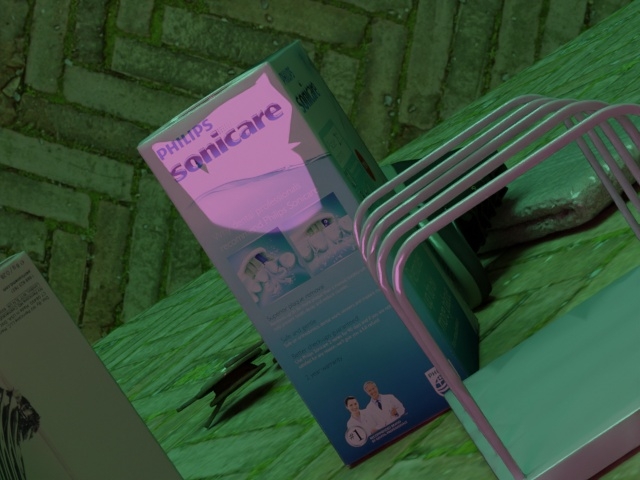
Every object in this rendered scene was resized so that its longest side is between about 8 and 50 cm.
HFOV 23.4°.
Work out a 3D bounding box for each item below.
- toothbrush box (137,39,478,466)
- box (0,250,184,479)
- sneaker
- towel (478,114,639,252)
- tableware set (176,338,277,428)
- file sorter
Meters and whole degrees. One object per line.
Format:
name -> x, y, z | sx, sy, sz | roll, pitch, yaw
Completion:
toothbrush box -> 0.000, 0.000, 1.243 | 0.126, 0.296, 0.216 | -33, 6, 11
box -> -0.221, 0.155, 1.261 | 0.113, 0.275, 0.094 | -29, 8, 42
sneaker -> 0.140, -0.027, 1.470 | 0.118, 0.083, 0.222 | -22, 38, -5
towel -> 0.245, -0.056, 1.562 | 0.187, 0.049, 0.282 | -38, 9, -24
tableware set -> -0.057, 0.132, 1.694 | 0.194, 0.039, 0.128 | -32, -8, -43
file sorter -> 0.139, 0.019, 0.975 | 0.192, 0.173, 0.278 | -34, 7, 1
